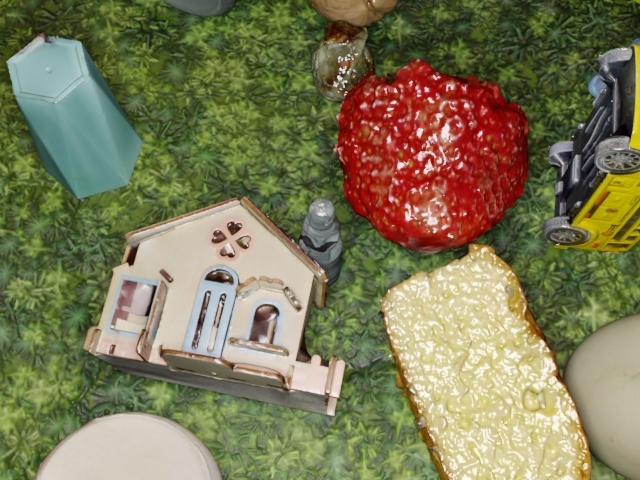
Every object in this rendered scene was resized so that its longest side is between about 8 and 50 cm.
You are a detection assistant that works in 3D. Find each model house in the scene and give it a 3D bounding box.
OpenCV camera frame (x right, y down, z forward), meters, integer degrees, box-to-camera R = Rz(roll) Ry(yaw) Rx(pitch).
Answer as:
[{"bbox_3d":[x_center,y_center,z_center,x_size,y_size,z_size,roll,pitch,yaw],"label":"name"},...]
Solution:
[{"bbox_3d":[-0.113,0.071,1.153,0.325,0.169,0.244,10,65,6],"label":"model house"}]

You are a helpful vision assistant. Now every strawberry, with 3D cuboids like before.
[{"bbox_3d":[0.143,-0.106,1.188,0.261,0.261,0.258,3,86,3],"label":"strawberry"}]

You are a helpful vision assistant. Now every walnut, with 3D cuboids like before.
[{"bbox_3d":[0.049,-0.405,1.362,0.166,0.149,0.167,-15,56,23],"label":"walnut"}]

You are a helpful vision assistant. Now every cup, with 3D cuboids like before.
[{"bbox_3d":[-0.338,-0.176,1.225,0.134,0.236,0.148,9,65,3],"label":"cup"}]

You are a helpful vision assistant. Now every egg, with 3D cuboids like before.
[{"bbox_3d":[0.423,0.191,1.056,0.269,0.219,0.219,14,67,26],"label":"egg"}]

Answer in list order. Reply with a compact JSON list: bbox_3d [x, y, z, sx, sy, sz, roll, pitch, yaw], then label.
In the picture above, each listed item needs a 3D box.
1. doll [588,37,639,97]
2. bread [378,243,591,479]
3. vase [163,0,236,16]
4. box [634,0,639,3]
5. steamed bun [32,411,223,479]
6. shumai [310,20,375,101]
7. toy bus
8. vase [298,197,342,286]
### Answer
[{"bbox_3d":[0.536,-0.203,1.268,0.313,0.141,0.177,6,93,-3],"label":"doll"},{"bbox_3d":[0.196,0.194,1.089,0.194,0.179,0.340,-19,70,-5],"label":"bread"},{"bbox_3d":[-0.165,-0.517,1.373,0.245,0.245,0.291,21,73,10],"label":"vase"},{"bbox_3d":[0.540,-0.467,1.433,0.335,0.047,0.187,33,72,15],"label":"box"},{"bbox_3d":[-0.228,0.327,1.056,0.231,0.145,0.232,2,54,-3],"label":"steamed bun"},{"bbox_3d":[0.036,-0.279,1.340,0.098,0.087,0.124,-10,68,-5],"label":"shumai"},{"bbox_3d":[0.389,-0.101,1.127,0.152,0.330,0.144,9,68,2],"label":"toy bus"},{"bbox_3d":[0.000,0.000,1.153,0.059,0.211,0.060,0,66,0],"label":"vase"}]
